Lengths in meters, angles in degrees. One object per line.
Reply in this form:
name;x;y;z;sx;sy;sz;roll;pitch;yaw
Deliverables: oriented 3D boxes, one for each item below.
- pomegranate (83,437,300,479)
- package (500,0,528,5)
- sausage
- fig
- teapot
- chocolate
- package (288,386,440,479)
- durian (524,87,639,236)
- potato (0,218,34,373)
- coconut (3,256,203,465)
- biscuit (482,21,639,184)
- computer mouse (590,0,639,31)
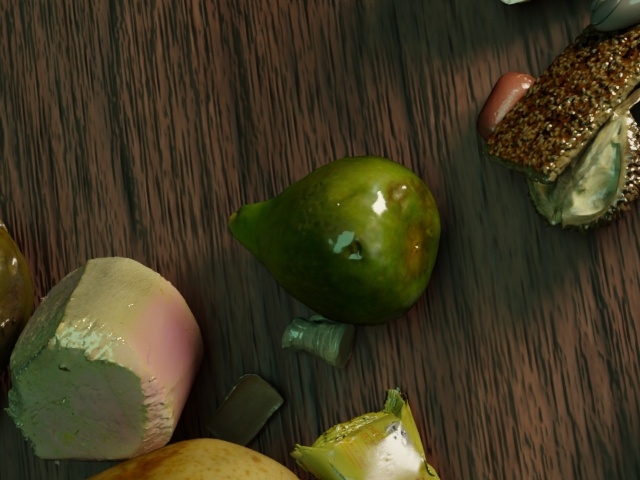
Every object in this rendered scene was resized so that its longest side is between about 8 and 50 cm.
pomegranate;-0.140;0.421;1.444;0.416;0.416;0.417;-2;83;19
package;0.338;-0.386;1.506;0.311;0.221;0.165;-15;118;15
sausage;0.225;-0.155;1.545;0.054;0.059;0.094;28;93;20
fig;0.000;0.000;1.555;0.275;0.206;0.206;2;84;34
teapot;-0.002;0.118;1.598;0.083;0.057;0.067;11;49;24
chocolate;-0.093;0.212;1.628;0.064;0.031;0.101;36;100;2
package;0.080;0.298;1.512;0.168;0.090;0.226;-24;76;-23
durian;0.320;-0.090;1.486;0.148;0.091;0.188;42;108;39
potato;-0.469;0.104;1.663;0.196;0.246;0.300;-2;89;23
coconut;-0.262;0.145;1.589;0.233;0.245;0.233;3;115;7
biscuit;0.287;-0.166;1.467;0.231;0.025;0.131;-49;34;-7
computer mouse;0.344;-0.274;1.466;0.096;0.039;0.066;-19;42;29
